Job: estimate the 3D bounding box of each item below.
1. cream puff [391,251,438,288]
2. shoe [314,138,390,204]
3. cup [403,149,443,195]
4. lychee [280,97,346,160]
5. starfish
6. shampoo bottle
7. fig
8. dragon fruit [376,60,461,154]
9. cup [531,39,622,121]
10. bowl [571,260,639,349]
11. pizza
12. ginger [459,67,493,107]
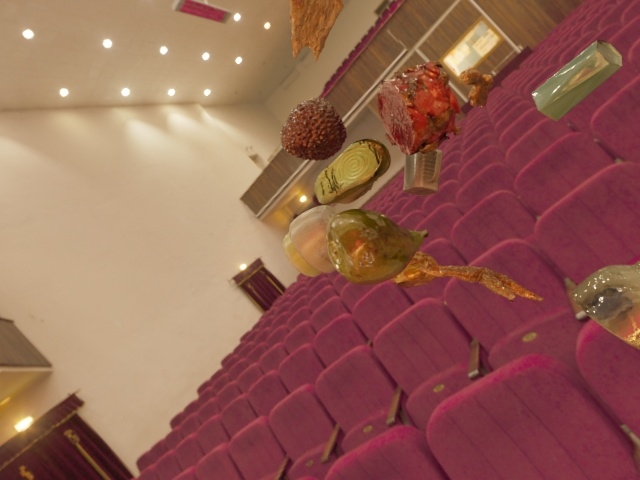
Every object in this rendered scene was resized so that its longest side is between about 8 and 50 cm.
[{"bbox_3d":[0.349,0.106,1.564,0.189,0.129,0.189,-5,-16,-2],"label":"cream puff"},{"bbox_3d":[0.092,-0.197,1.205,0.262,0.140,0.128,-32,-11,31],"label":"shoe"},{"bbox_3d":[0.307,-0.207,1.209,0.128,0.095,0.129,168,110,-67],"label":"cup"},{"bbox_3d":[-0.039,-0.425,1.639,0.271,0.271,0.271,-43,-1,-1],"label":"lychee"},{"bbox_3d":[0.451,0.105,1.160,0.302,0.299,0.060,21,98,53],"label":"starfish"},{"bbox_3d":[0.000,0.000,2.034,0.317,0.322,0.322,-39,1,26],"label":"shampoo bottle"},{"bbox_3d":[0.175,0.012,1.183,0.314,0.233,0.233,-5,0,1],"label":"fig"},{"bbox_3d":[0.248,-0.324,1.021,0.147,0.211,0.282,-25,-8,-7],"label":"dragon fruit"},{"bbox_3d":[0.834,-0.523,1.350,0.134,0.148,0.236,-2,-24,-23],"label":"cup"},{"bbox_3d":[0.774,0.141,0.977,0.289,0.289,0.146,-41,-27,-62],"label":"bowl"},{"bbox_3d":[-0.030,-0.699,1.321,0.034,0.181,0.262,17,90,62],"label":"pizza"},{"bbox_3d":[0.639,-0.626,1.710,0.214,0.059,0.133,2,-61,-37],"label":"ginger"}]
